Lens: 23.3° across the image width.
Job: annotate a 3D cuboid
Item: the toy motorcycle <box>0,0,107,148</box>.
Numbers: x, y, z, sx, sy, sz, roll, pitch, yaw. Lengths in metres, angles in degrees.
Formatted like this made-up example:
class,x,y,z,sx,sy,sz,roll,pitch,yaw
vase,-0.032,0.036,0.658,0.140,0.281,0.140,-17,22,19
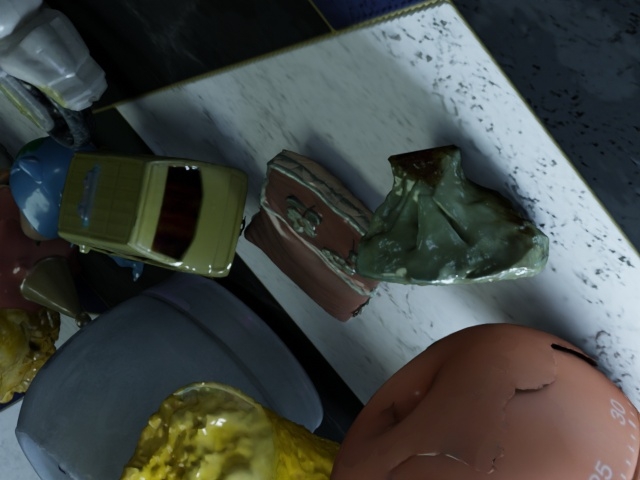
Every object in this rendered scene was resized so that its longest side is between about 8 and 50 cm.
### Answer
class,x,y,z,sx,sy,sz,roll,pitch,yaw
toy motorcycle,-0.313,-0.225,1.352,0.340,0.108,0.223,45,159,7

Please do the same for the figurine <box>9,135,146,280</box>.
class,x,y,z,sx,sy,sz,roll,pitch,yaw
figurine,-0.253,-0.024,1.622,0.178,0.114,0.144,37,134,-5

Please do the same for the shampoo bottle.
class,x,y,z,sx,sy,sz,roll,pitch,yaw
shampoo bottle,-0.158,0.191,1.631,0.273,0.266,0.273,42,160,19

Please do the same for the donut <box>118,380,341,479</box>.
class,x,y,z,sx,sy,sz,roll,pitch,yaw
donut,0.043,0.263,1.376,0.435,0.163,0.378,9,165,45

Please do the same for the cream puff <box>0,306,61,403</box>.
class,x,y,z,sx,sy,sz,roll,pitch,yaw
cream puff,-0.482,0.061,2.115,0.327,0.231,0.343,60,164,-24

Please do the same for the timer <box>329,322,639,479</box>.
class,x,y,z,sx,sy,sz,roll,pitch,yaw
timer,0.123,0.178,1.066,0.215,0.229,0.230,50,161,-15

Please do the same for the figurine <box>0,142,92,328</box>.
class,x,y,z,sx,sy,sz,roll,pitch,yaw
figurine,-0.359,-0.022,1.779,0.387,0.166,0.207,40,173,49

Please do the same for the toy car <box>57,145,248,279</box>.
class,x,y,z,sx,sy,sz,roll,pitch,yaw
toy car,-0.167,-0.031,1.373,0.124,0.101,0.257,13,178,-33

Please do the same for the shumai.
class,x,y,z,sx,sy,sz,roll,pitch,yaw
shumai,0.083,-0.018,0.992,0.099,0.124,0.087,-132,39,-86

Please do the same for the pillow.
class,x,y,z,sx,sy,sz,roll,pitch,yaw
pillow,0.000,0.000,1.247,0.126,0.043,0.232,43,162,5
